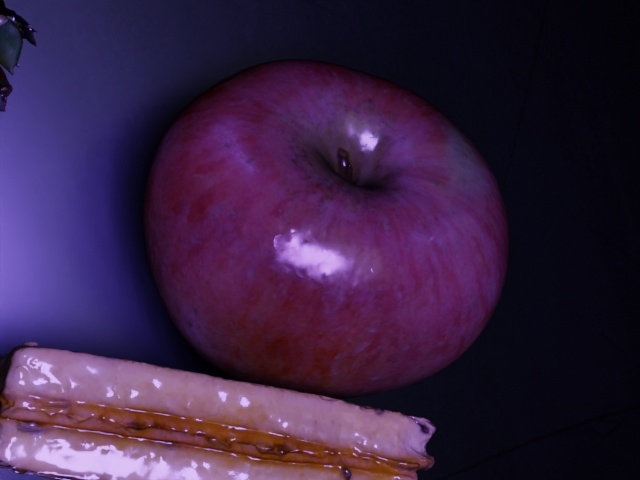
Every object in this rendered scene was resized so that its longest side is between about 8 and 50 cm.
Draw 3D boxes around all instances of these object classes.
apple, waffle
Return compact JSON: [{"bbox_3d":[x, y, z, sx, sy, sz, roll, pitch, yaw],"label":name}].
[{"bbox_3d":[0.000,0.000,1.212,0.344,0.269,0.345,11,51,-14],"label":"apple"},{"bbox_3d":[-0.110,0.181,1.147,0.376,0.261,0.114,13,79,-17],"label":"waffle"}]

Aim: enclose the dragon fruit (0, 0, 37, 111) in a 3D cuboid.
[{"bbox_3d":[-0.353,-0.144,1.110,0.182,0.182,0.189,44,56,-18],"label":"dragon fruit"}]
